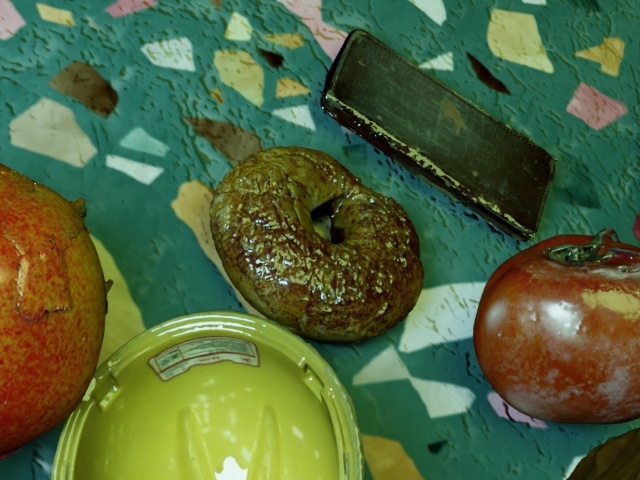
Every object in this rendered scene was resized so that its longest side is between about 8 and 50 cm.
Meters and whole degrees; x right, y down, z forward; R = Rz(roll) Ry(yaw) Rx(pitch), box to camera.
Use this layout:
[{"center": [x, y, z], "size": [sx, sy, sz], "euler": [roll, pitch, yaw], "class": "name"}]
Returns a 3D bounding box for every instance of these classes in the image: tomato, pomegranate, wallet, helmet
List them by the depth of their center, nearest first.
[{"center": [-0.234, 0.040, 1.102], "size": [0.210, 0.210, 0.235], "euler": [46, 31, 4], "class": "pomegranate"}, {"center": [-0.067, 0.186, 1.149], "size": [0.205, 0.140, 0.257], "euler": [-3, 66, 5], "class": "helmet"}, {"center": [0.210, 0.072, 1.396], "size": [0.187, 0.151, 0.187], "euler": [-1, 23, 0], "class": "tomato"}, {"center": [0.105, -0.093, 1.519], "size": [0.232, 0.031, 0.122], "euler": [34, 44, -10], "class": "wallet"}]

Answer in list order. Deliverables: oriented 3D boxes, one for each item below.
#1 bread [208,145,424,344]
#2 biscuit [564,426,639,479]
[{"center": [0.000, 0.000, 1.370], "size": [0.193, 0.064, 0.193], "euler": [18, 48, -21], "class": "bread"}, {"center": [0.344, 0.287, 1.193], "size": [0.395, 0.342, 0.166], "euler": [38, 54, -6], "class": "biscuit"}]
